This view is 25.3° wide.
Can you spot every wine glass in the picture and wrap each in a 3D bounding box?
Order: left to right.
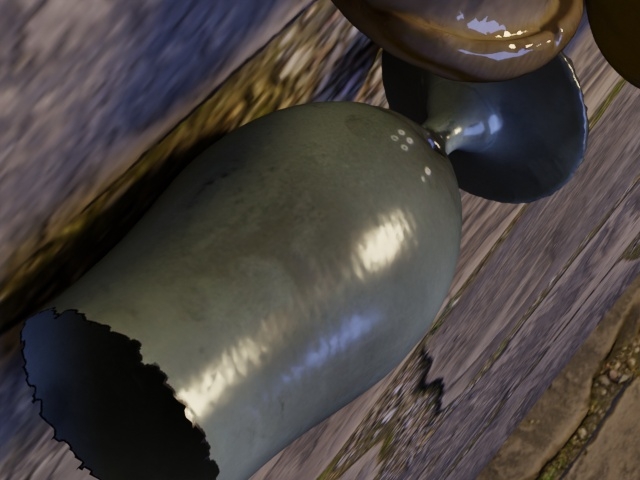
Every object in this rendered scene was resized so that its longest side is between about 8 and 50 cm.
[{"bbox_3d":[0.000,0.000,0.459,0.202,0.093,0.093,-43,163,-38],"label":"wine glass"}]

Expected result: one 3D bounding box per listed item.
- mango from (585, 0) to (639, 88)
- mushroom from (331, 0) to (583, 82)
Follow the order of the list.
[{"bbox_3d":[0.197,-0.138,0.643,0.156,0.114,0.251,-24,171,4],"label":"mango"},{"bbox_3d":[0.075,-0.150,0.332,0.108,0.096,0.247,-5,142,-47],"label":"mushroom"}]
